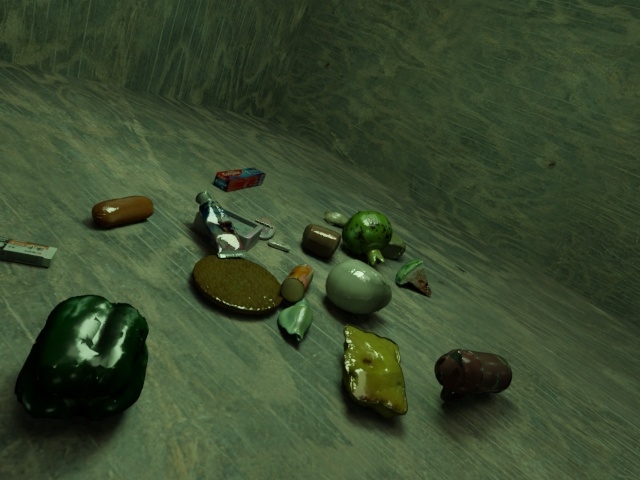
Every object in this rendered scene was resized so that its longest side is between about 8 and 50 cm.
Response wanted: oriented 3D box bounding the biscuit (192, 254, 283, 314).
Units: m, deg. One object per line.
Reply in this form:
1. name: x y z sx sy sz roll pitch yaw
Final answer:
1. biscuit: -0.225 0.120 1.114 0.262 0.037 0.262 20 21 -8

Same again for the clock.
1. clock: -0.311 -0.044 1.372 0.197 0.063 0.150 26 22 4

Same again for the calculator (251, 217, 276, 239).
1. calculator: -0.220 -0.046 1.528 0.103 0.024 0.166 22 24 -4

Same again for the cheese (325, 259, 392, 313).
1. cheese: 0.106 0.144 1.244 0.198 0.154 0.189 31 4 27

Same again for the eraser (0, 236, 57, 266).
1. eraser: -0.655 0.025 0.890 0.122 0.029 0.052 14 24 -23

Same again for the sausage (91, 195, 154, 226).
1. sausage: -0.574 -0.086 1.179 0.076 0.076 0.197 30 23 14

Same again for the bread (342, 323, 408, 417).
1. bread: 0.121 0.314 0.967 0.161 0.088 0.233 17 25 -6

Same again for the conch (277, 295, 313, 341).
1. conch: -0.062 0.197 1.067 0.088 0.065 0.180 23 26 -6

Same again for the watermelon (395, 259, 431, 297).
1. watermelon: 0.386 0.140 1.628 0.158 0.121 0.098 25 -1 -10

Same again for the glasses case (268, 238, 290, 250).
1. glasses case: -0.149 0.017 1.457 0.083 0.021 0.032 20 24 -11

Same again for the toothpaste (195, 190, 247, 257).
1. toothpaste: -0.316 -0.048 1.254 0.096 0.061 0.266 -4 48 -41

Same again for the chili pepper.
1. chili pepper: -0.378 0.171 0.670 0.174 0.165 0.261 3 26 -19

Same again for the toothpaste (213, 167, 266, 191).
1. toothpaste: -0.367 -0.285 1.876 0.076 0.066 0.320 29 21 12

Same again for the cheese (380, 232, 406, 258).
1. cheese: 0.294 0.006 1.861 0.175 0.091 0.202 11 23 -29

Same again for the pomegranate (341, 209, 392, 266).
1. pomegranate: 0.197 -0.006 1.669 0.211 0.211 0.263 5 61 -40

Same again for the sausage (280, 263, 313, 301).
1. sausage: -0.063 0.116 1.218 0.071 0.071 0.234 25 11 2

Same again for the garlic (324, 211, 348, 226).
1. garlic: 0.090 -0.103 1.928 0.152 0.066 0.084 19 20 -8

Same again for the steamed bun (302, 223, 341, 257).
1. steamed bun: 0.000 0.000 1.554 0.145 0.106 0.175 19 7 1

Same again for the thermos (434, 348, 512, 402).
1. thermos: 0.381 0.348 1.057 0.330 0.136 0.109 22 43 -46
